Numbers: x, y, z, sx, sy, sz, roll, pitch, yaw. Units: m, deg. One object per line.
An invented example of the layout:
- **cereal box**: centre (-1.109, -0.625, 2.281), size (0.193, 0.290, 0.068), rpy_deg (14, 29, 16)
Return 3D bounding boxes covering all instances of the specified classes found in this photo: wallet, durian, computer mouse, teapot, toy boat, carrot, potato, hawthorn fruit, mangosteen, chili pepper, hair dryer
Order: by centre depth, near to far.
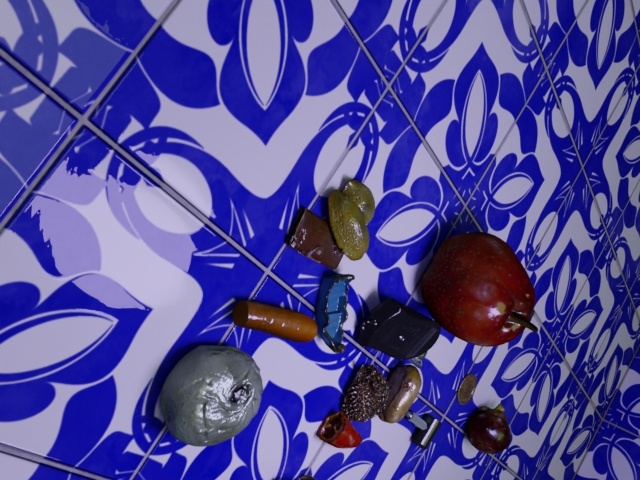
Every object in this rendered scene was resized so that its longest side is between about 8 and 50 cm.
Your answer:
- **carrot**: centre (-0.087, 0.174, 1.336), size (0.225, 0.067, 0.067), rpy_deg (22, 90, -46)
- **wallet**: centre (0.000, 0.000, 1.381), size (0.176, 0.026, 0.095), rpy_deg (31, 81, -47)
- **toy boat**: centre (0.038, 0.167, 1.448), size (0.075, 0.077, 0.186), rpy_deg (-2, 107, -45)
- **durian**: centre (0.126, 0.395, 1.616), size (0.148, 0.091, 0.189), rpy_deg (-29, 123, -34)
- **computer mouse**: centre (0.194, 0.224, 1.619), size (0.264, 0.088, 0.147), rpy_deg (27, 108, -43)
- **chili pepper**: centre (0.066, 0.501, 1.625), size (0.088, 0.065, 0.169), rpy_deg (-45, 140, -1)
- **hawthorn fruit**: centre (0.433, 0.141, 1.636), size (0.284, 0.369, 0.285), rpy_deg (-11, 117, -21)
- **potato**: centre (0.214, 0.414, 1.701), size (0.080, 0.107, 0.170), rpy_deg (37, 73, -10)
- **teapot**: centre (0.255, 0.307, 1.723), size (0.057, 0.088, 0.066), rpy_deg (32, 123, -25)
- **hair dryer**: centre (0.281, 0.541, 1.866), size (0.198, 0.057, 0.100), rpy_deg (45, 73, -35)
- **mangosteen**: centre (0.565, 0.622, 2.121), size (0.145, 0.156, 0.181), rpy_deg (27, 55, -22)

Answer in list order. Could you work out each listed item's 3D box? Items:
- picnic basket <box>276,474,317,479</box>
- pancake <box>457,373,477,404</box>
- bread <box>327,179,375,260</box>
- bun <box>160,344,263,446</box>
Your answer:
- **picnic basket**: centre (-0.054, 0.741, 1.477), size (0.175, 0.228, 0.313), rpy_deg (30, 85, -49)
- **pancake**: centre (0.481, 0.490, 2.064), size (0.115, 0.011, 0.115), rpy_deg (-17, 116, -38)
- **bread**: centre (0.089, -0.046, 1.411), size (0.149, 0.065, 0.188), rpy_deg (-43, 124, -42)
- **bun**: centre (-0.206, 0.311, 1.239), size (0.221, 0.108, 0.221), rpy_deg (-19, 119, -39)
